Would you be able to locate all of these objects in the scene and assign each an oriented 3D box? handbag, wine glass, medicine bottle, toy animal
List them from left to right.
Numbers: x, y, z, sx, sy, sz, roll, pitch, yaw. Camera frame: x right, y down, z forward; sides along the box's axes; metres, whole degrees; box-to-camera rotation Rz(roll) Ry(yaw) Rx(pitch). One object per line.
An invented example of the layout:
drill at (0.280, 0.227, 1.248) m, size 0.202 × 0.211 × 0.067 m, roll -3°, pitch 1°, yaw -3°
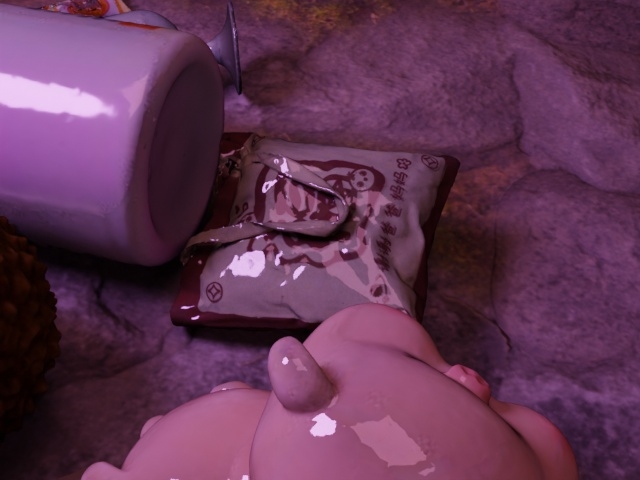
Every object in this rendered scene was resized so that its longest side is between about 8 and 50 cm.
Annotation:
medicine bottle at (-0.302, -0.112, 1.087) m, size 0.388 × 0.219 × 0.219 m, roll 10°, pitch 46°, yaw 13°
wine glass at (-0.203, -0.194, 1.255) m, size 0.230 × 0.103 × 0.103 m, roll -8°, pitch 47°, yaw -5°
handbag at (0.000, 0.000, 1.063) m, size 0.235 × 0.127 × 0.213 m, roll 6°, pitch 63°, yaw 14°
toy animal at (0.030, 0.145, 0.839) m, size 0.345 × 0.247 × 0.277 m, roll 24°, pitch 48°, yaw 19°

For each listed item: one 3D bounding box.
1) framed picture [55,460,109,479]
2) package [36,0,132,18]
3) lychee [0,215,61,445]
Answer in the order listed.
framed picture at (-0.247, 0.291, 0.842) m, size 0.281 × 0.019 × 0.209 m, roll -22°, pitch 51°, yaw -21°
package at (-0.262, -0.249, 1.351) m, size 0.108 × 0.031 × 0.121 m, roll -20°, pitch 51°, yaw -21°
lychee at (-0.341, 0.065, 0.907) m, size 0.267 × 0.267 × 0.267 m, roll 1°, pitch 46°, yaw -2°
